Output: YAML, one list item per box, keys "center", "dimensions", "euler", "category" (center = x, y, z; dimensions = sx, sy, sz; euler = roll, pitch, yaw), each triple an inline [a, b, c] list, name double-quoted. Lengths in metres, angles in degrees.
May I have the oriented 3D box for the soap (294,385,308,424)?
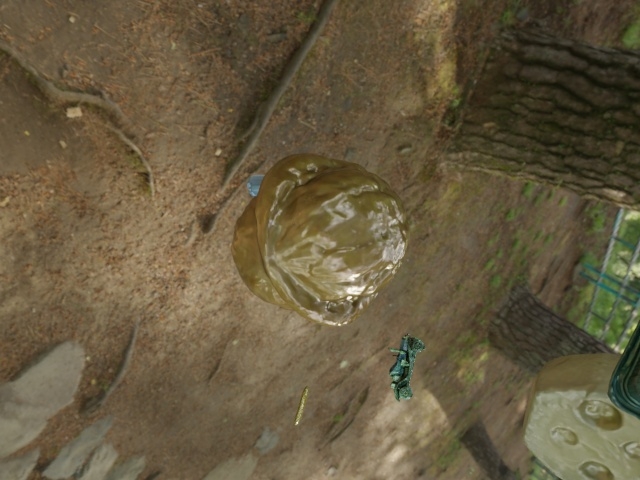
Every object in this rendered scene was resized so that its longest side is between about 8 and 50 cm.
- center: [-0.038, 0.335, 1.074]
  dimensions: [0.034, 0.012, 0.089]
  euler: [-42, 148, -69]
  category: "soap"

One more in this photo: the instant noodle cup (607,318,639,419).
- center: [0.422, 0.135, 0.571]
  dimensions: [0.179, 0.157, 0.070]
  euler: [-63, 152, -2]
  category: "instant noodle cup"

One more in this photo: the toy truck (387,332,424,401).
- center: [0.189, 0.295, 1.243]
  dimensions: [0.080, 0.078, 0.154]
  euler: [55, 49, -82]
  category: "toy truck"

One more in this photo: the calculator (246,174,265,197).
- center: [-0.050, -0.094, 1.076]
  dimensions: [0.121, 0.211, 0.039]
  euler: [45, 53, -56]
  category: "calculator"

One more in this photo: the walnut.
- center: [0.000, 0.000, 0.727]
  dimensions: [0.257, 0.225, 0.256]
  euler: [24, 59, -49]
  category: "walnut"

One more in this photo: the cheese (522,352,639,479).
- center: [0.557, 0.356, 1.014]
  dimensions: [0.326, 0.318, 0.115]
  euler: [-35, -171, 44]
  category: "cheese"
